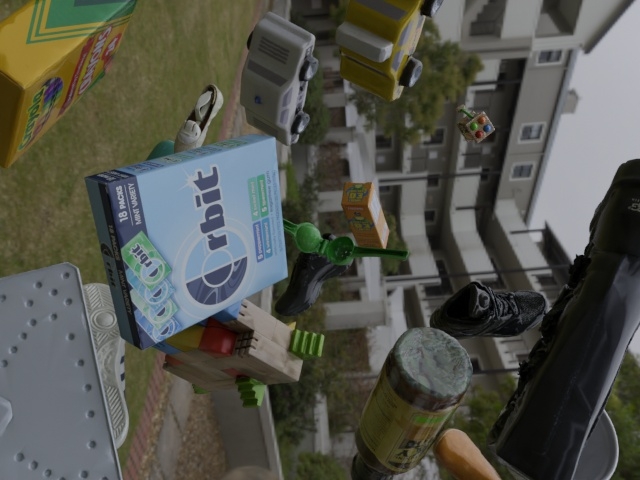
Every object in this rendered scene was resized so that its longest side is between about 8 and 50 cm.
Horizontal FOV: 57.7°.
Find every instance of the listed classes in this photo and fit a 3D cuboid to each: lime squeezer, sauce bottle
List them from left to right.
[{"bbox_3d":[0.000,0.000,1.039,0.110,0.310,0.059,50,61,-79],"label":"lime squeezer"},{"bbox_3d":[0.112,0.263,0.833,0.344,0.111,0.111,102,-12,-46],"label":"sauce bottle"}]

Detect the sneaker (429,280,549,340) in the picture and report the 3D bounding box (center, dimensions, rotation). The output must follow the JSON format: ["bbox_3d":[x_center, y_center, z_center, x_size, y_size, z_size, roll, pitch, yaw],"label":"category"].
[{"bbox_3d":[0.323,0.127,1.065,0.130,0.228,0.087,95,-11,-66],"label":"sneaker"}]

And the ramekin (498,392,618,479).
[{"bbox_3d":[0.430,0.372,1.087,0.109,0.207,0.207,106,-17,-56],"label":"ramekin"}]

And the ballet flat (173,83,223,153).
[{"bbox_3d":[-0.244,-0.233,1.130,0.052,0.057,0.168,85,25,-70],"label":"ballet flat"}]

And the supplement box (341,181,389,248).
[{"bbox_3d":[0.118,-0.057,1.513,0.233,0.078,0.080,63,35,-53],"label":"supplement box"}]

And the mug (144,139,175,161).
[{"bbox_3d":[-0.356,-0.182,1.435,0.097,0.129,0.158,-60,180,-11],"label":"mug"}]

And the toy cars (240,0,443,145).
[{"bbox_3d":[-0.004,-0.223,0.736,0.087,0.394,0.176,-47,112,-37],"label":"toy cars"}]

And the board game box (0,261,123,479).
[{"bbox_3d":[-0.510,0.265,0.840,0.050,0.390,0.390,114,-40,-73],"label":"board game box"}]

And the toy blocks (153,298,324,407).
[{"bbox_3d":[-0.224,0.212,1.212,0.261,0.381,0.190,39,49,-34],"label":"toy blocks"}]

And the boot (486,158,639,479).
[{"bbox_3d":[0.406,0.152,0.868,0.367,0.146,0.445,39,73,-56],"label":"boot"}]

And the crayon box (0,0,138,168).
[{"bbox_3d":[-0.386,-0.235,0.801,0.202,0.081,0.318,-35,-158,50],"label":"crayon box"}]

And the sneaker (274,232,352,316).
[{"bbox_3d":[-0.039,0.093,1.674,0.109,0.286,0.130,26,-21,52],"label":"sneaker"}]

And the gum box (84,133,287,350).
[{"bbox_3d":[-0.115,-0.006,0.557,0.184,0.041,0.157,-26,122,-42],"label":"gum box"}]

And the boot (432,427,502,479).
[{"bbox_3d":[0.421,0.608,1.483,0.211,0.104,0.295,35,-11,50],"label":"boot"}]

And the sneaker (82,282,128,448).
[{"bbox_3d":[-0.440,0.255,1.121,0.148,0.131,0.350,119,-34,-47],"label":"sneaker"}]

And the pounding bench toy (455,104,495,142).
[{"bbox_3d":[0.346,-0.271,1.324,0.083,0.052,0.065,52,0,-15],"label":"pounding bench toy"}]
